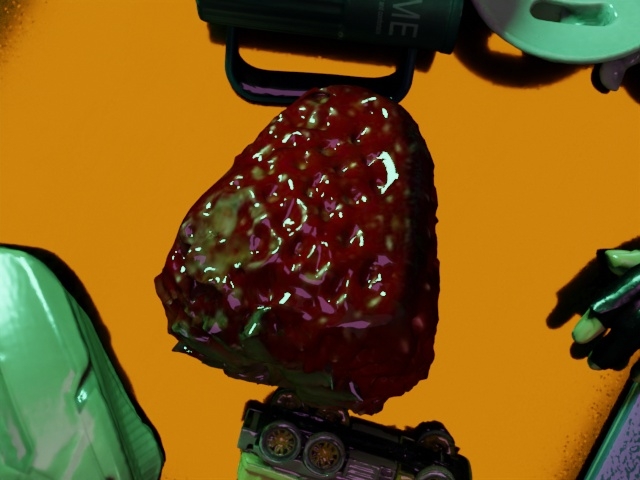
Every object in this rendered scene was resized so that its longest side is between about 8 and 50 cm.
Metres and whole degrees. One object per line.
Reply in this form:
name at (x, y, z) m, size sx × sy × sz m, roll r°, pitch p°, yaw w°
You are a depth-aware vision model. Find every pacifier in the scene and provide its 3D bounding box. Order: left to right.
pacifier at (0.304, -0.363, 1.453) m, size 0.288 × 0.269 × 0.343 m, roll 6°, pitch 69°, yaw 5°
pacifier at (0.380, -0.212, 1.570) m, size 0.116 × 0.127 × 0.150 m, roll -29°, pitch 100°, yaw 23°

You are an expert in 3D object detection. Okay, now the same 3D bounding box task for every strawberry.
strawberry at (0.000, 0.000, 1.495) m, size 0.317 × 0.295 × 0.345 m, roll 9°, pitch 67°, yaw 30°

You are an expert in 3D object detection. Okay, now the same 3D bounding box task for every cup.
cup at (0.012, -0.325, 1.507) m, size 0.292 × 0.308 × 0.242 m, roll 6°, pitch 60°, yaw -2°

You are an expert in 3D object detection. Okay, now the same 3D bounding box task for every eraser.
eraser at (0.394, 0.234, 1.613) m, size 0.082 × 0.036 × 0.225 m, roll 27°, pitch 91°, yaw -3°

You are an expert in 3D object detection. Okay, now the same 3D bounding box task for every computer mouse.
computer mouse at (-0.333, 0.215, 1.537) m, size 0.228 × 0.145 × 0.429 m, roll -25°, pitch 92°, yaw 2°

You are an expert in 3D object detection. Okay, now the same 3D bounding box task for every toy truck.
toy truck at (0.030, 0.286, 1.562) m, size 0.272 × 0.124 × 0.157 m, roll 17°, pitch 107°, yaw 0°

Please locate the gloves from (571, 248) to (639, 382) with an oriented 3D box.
gloves at (0.437, 0.066, 1.555) m, size 0.301 × 0.152 × 0.197 m, roll -26°, pitch 50°, yaw 5°
